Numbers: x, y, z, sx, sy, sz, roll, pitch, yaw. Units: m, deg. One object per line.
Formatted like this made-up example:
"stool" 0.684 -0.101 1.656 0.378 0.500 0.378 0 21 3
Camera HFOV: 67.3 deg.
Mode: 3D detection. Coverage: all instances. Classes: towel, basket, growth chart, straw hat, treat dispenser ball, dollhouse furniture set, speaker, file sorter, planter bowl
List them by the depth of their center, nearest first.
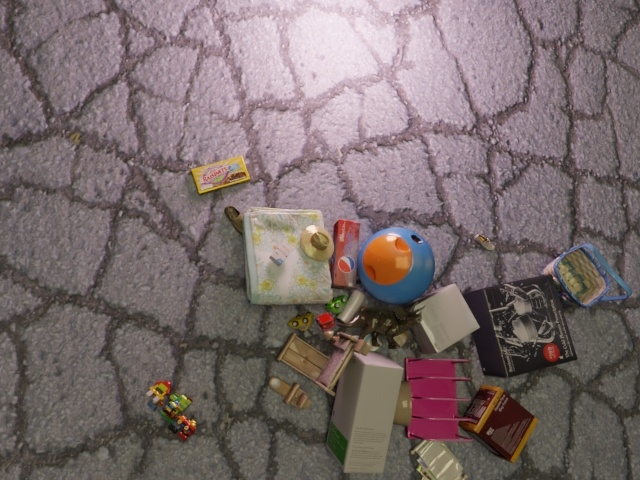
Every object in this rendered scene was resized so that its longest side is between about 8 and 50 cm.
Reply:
"dollhouse furniture set" -0.029 0.424 1.618 0.174 0.355 0.303 35 74 -8
"planter bowl" 0.266 0.593 1.756 0.109 0.162 0.162 1 77 1
"file sorter" 0.438 0.580 1.764 0.202 0.182 0.290 5 73 -10
"straw hat" 0.000 0.000 1.782 0.145 0.061 0.144 8 68 -20
"towel" -0.125 0.055 1.791 0.321 0.090 0.374 0 70 -19
"growth chart" 0.441 0.846 1.798 0.172 0.021 0.237 -30 85 -15
"treat dispenser ball" 0.282 0.094 1.798 0.288 0.288 0.288 2 77 -11
"speaker" 0.118 0.257 1.849 0.055 0.055 0.136 35 73 -2
"basket" 1.065 0.148 1.938 0.201 0.289 0.254 -34 83 -21

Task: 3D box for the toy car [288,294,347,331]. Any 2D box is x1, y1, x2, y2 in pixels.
"toy car" 0.024 0.273 1.781 0.225 0.239 0.053 -30 103 -39

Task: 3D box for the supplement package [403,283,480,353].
"supplement package" 0.455 0.303 1.856 0.203 0.149 0.194 -26 83 -16

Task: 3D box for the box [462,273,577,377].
"box" 0.779 0.336 1.899 0.313 0.179 0.343 -11 79 -12

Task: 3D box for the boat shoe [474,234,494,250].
"boat shoe" 0.699 0.008 2.031 0.100 0.035 0.035 39 73 0

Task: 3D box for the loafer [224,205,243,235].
"loafer" -0.316 -0.075 1.841 0.148 0.050 0.056 46 73 2

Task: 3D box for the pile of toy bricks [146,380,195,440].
"pile of toy bricks" -0.488 0.572 1.647 0.212 0.118 0.105 35 44 15

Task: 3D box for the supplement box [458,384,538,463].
"supplement box" 0.671 0.689 1.822 0.194 0.129 0.191 39 73 -1

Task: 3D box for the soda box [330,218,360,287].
"soda box" 0.093 0.056 1.876 0.092 0.083 0.263 8 75 -10

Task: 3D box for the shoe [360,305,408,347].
"shoe" 0.240 0.330 1.846 0.219 0.076 0.058 36 68 -3

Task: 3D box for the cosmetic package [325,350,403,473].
"cosmetic package" 0.149 0.580 1.663 0.155 0.197 0.365 10 89 -18

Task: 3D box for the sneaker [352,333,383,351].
"sneaker" 0.119 0.417 1.805 0.229 0.087 0.092 -27 73 -20

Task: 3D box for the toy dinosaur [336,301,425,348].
"toy dinosaur" 0.223 0.308 1.771 0.314 0.121 0.160 2 68 19

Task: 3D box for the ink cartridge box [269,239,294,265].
"ink cartridge box" -0.139 0.045 1.725 0.048 0.028 0.083 41 61 -3

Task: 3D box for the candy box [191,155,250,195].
"candy box" -0.390 -0.255 1.880 0.206 0.027 0.105 -19 78 -15
